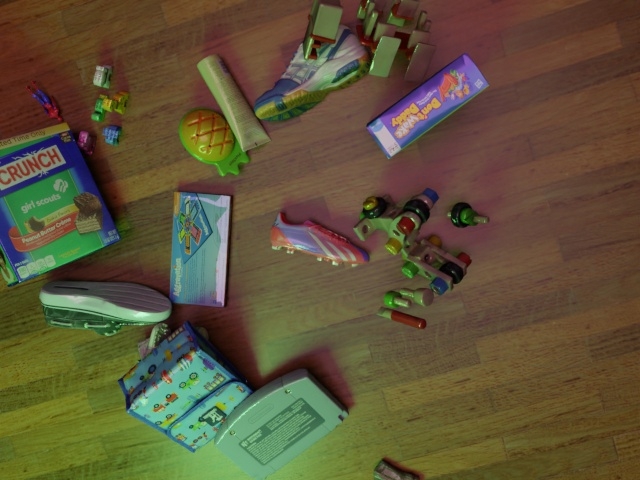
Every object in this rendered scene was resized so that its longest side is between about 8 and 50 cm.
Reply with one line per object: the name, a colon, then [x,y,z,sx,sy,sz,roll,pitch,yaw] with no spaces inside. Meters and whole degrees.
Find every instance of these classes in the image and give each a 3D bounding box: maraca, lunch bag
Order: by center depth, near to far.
maraca: [-0.254,-0.237,1.675,0.186,0.099,0.127,42,71,-13]
lunch bag: [-0.303,0.379,1.703,0.221,0.138,0.293,-41,125,-2]

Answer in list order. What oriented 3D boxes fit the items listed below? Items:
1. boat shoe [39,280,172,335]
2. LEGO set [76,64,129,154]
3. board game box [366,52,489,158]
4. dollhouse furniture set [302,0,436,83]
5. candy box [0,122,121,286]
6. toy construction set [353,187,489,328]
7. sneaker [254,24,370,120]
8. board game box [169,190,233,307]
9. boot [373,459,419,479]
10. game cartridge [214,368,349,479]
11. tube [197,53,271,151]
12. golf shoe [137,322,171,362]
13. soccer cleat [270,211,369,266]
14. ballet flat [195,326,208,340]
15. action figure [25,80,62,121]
boat shoe: [-0.533,0.177,1.756,0.335,0.121,0.119,8,116,8]
LEGO set: [-0.528,-0.313,1.703,0.087,0.093,0.227,15,97,5]
board game box: [0.212,-0.282,1.482,0.233,0.347,0.078,-36,96,10]
dollhouse furniture set: [0.102,-0.444,1.512,0.259,0.262,0.135,7,133,-13]
candy box: [-0.665,-0.089,1.648,0.122,0.268,0.317,-18,98,51]
toy construction set: [0.186,0.028,1.608,0.237,0.257,0.308,11,78,49]
sneaker: [-0.035,-0.391,1.640,0.297,0.112,0.131,-28,80,2]
board game box: [-0.298,0.023,1.742,0.145,0.027,0.281,5,96,6]
boot: [0.175,0.611,1.736,0.114,0.037,0.106,22,85,1]
game cartridge: [-0.104,0.448,1.714,0.297,0.062,0.198,-38,109,9]
tube: [-0.212,-0.328,1.675,0.070,0.062,0.240,-31,90,2]
golf shoe: [-0.424,0.266,1.741,0.086,0.069,0.176,28,124,18]
soccer cleat: [0.000,0.000,1.678,0.248,0.083,0.095,12,93,9]
ballet flat: [-0.312,0.301,1.759,0.057,0.052,0.168,0,96,7]
action figure: [-0.687,-0.346,1.754,0.038,0.030,0.115,-36,95,15]
